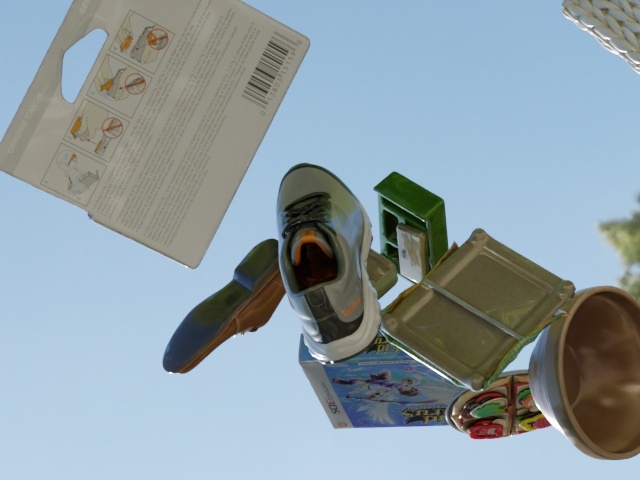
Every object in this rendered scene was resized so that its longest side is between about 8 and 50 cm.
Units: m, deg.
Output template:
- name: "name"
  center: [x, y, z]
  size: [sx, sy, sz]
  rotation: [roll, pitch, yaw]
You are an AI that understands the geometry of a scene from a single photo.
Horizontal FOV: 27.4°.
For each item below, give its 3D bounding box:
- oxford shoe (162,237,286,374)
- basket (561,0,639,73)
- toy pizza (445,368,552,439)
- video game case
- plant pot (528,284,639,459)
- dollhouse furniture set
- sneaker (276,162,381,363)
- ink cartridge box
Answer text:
- name: "oxford shoe"
  center: [-0.106, 0.098, 1.636]
  size: [0.212, 0.076, 0.076]
  rotation: [-43, -52, -2]
- name: "basket"
  center: [0.560, -0.303, 1.717]
  size: [0.328, 0.331, 0.266]
  rotation: [12, -63, -42]
- name: "toy pizza"
  center: [0.288, 0.254, 1.962]
  size: [0.201, 0.032, 0.201]
  rotation: [-5, -35, -4]
- name: "video game case"
  center: [0.124, 0.228, 2.142]
  size: [0.244, 0.269, 0.061]
  rotation: [65, -155, -53]
- name: "plant pot"
  center: [0.363, 0.184, 1.806]
  size: [0.237, 0.109, 0.237]
  rotation: [9, -104, -41]
- name: "dollhouse furniture set"
  center: [0.138, 0.083, 1.590]
  size: [0.197, 0.301, 0.151]
  rotation: [-41, -34, -26]
- name: "sneaker"
  center: [0.000, 0.000, 1.389]
  size: [0.100, 0.272, 0.108]
  rotation: [-22, -49, 8]
- name: "ink cartridge box"
  center: [-0.176, -0.142, 1.368]
  size: [0.238, 0.060, 0.275]
  rotation: [27, -91, -15]
